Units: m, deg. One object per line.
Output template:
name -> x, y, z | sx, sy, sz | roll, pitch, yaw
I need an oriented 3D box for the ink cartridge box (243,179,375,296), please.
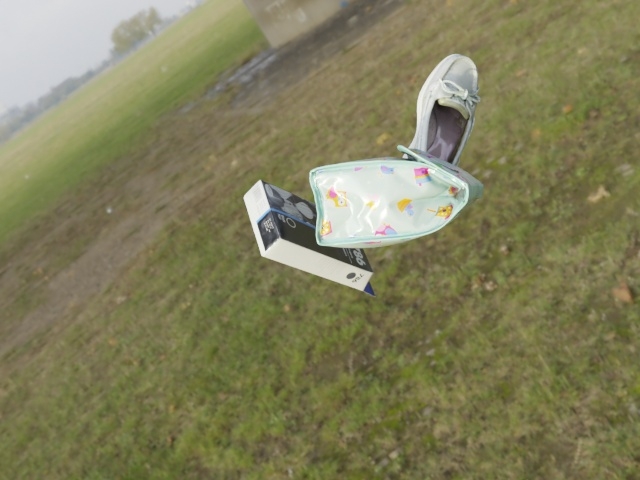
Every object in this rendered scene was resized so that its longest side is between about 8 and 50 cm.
ink cartridge box -> 0.000, 0.000, 1.697 | 0.065, 0.333, 0.165 | -43, 48, 25

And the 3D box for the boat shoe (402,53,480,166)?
boat shoe -> 0.238, -0.216, 1.567 | 0.320, 0.118, 0.103 | -66, 19, -15

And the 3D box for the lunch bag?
lunch bag -> 0.136, -0.075, 1.383 | 0.262, 0.160, 0.223 | -8, 1, 16
